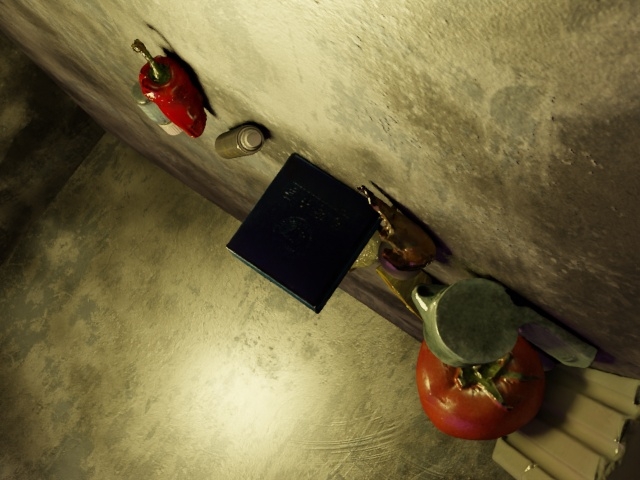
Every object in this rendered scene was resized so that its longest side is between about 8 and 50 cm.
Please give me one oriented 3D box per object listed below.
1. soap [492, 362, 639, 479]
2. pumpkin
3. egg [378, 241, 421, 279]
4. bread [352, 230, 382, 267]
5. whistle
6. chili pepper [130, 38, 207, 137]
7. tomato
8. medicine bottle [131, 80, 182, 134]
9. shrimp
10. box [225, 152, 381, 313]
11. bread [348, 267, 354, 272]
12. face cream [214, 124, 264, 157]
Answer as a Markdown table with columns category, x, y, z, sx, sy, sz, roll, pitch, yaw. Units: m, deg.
| category | x | y | z | sx | sy | sz | roll | pitch | yaw |
| --- | --- | --- | --- | --- | --- | --- | --- | --- | --- |
| soap | 0.659 | 0.503 | 1.528 | 0.212 | 0.350 | 0.435 | 29 | 174 | -10 |
| pumpkin | 0.257 | 0.128 | 1.778 | 0.217 | 0.110 | 0.217 | 42 | -178 | -2 |
| egg | 0.193 | 0.039 | 1.480 | 0.103 | 0.103 | 0.135 | 26 | 167 | 46 |
| bread | 0.044 | -0.019 | 1.653 | 0.267 | 0.040 | 0.267 | 26 | 148 | 18 |
| whistle | 0.410 | 0.192 | 1.405 | 0.404 | 0.188 | 0.168 | 2 | 164 | 0 |
| chili pepper | -0.343 | -0.341 | 1.456 | 0.110 | 0.110 | 0.387 | 33 | 173 | 12 |
| tomato | 0.425 | 0.364 | 1.647 | 0.341 | 0.341 | 0.273 | 30 | 164 | 29 |
| medicine bottle | -0.459 | -0.377 | 1.773 | 0.083 | 0.083 | 0.203 | 31 | 170 | 23 |
| shrimp | 0.150 | -0.011 | 1.341 | 0.262 | 0.117 | 0.066 | 38 | -156 | -24 |
| box | -0.034 | -0.017 | 1.456 | 0.261 | 0.279 | 0.116 | 33 | 170 | 10 |
| bread | 0.042 | 0.011 | 2.002 | 0.232 | 0.088 | 0.128 | 37 | 164 | 35 |
| face cream | -0.203 | -0.245 | 1.545 | 0.073 | 0.073 | 0.283 | 38 | 171 | -20 |
